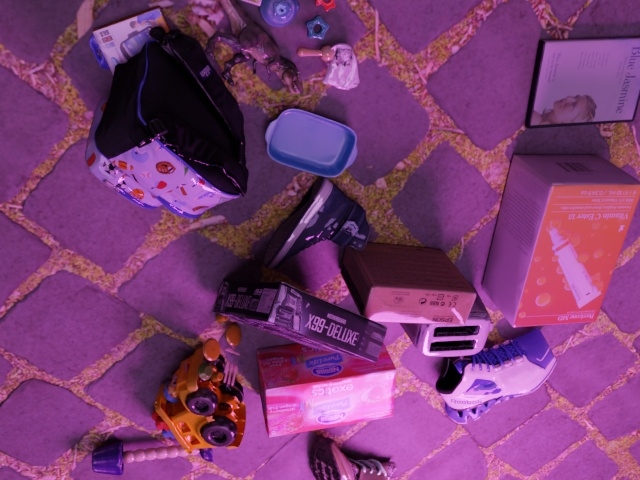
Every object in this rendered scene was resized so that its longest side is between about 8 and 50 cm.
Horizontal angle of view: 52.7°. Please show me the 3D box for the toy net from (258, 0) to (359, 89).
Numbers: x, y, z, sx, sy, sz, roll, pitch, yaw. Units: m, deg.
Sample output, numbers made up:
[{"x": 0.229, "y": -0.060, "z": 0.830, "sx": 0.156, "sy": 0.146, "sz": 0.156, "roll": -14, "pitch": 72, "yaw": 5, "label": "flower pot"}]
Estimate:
[{"x": 0.001, "y": -0.374, "z": 1.161, "sx": 0.122, "sy": 0.045, "sz": 0.232, "roll": -42, "pitch": 121, "yaw": 9, "label": "toy net"}]

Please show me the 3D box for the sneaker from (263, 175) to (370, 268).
[{"x": 0.001, "y": 0.000, "z": 1.342, "sx": 0.163, "sy": 0.086, "sz": 0.226, "roll": 34, "pitch": 105, "yaw": -25, "label": "sneaker"}]

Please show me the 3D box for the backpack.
[{"x": -0.248, "y": -0.165, "z": 1.093, "sx": 0.213, "sy": 0.276, "sz": 0.263, "roll": -25, "pitch": 135, "yaw": 30, "label": "backpack"}]

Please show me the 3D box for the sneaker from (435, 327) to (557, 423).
[{"x": 0.413, "y": 0.315, "z": 1.598, "sx": 0.316, "sy": 0.127, "sz": 0.182, "roll": -36, "pitch": 123, "yaw": 9, "label": "sneaker"}]

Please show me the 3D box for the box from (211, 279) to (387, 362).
[{"x": -0.052, "y": 0.157, "z": 1.295, "sx": 0.243, "sy": 0.307, "sz": 0.076, "roll": 25, "pitch": 77, "yaw": -24, "label": "box"}]

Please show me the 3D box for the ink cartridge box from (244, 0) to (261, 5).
[{"x": -0.145, "y": -0.525, "z": 1.015, "sx": 0.189, "sy": 0.097, "sz": 0.255, "roll": 10, "pitch": 143, "yaw": -20, "label": "ink cartridge box"}]

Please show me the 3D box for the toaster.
[{"x": 0.278, "y": 0.180, "z": 1.477, "sx": 0.227, "sy": 0.146, "sz": 0.129, "roll": 1, "pitch": 117, "yaw": -15, "label": "toaster"}]

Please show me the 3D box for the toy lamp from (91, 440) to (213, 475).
[{"x": -0.395, "y": 0.505, "z": 1.529, "sx": 0.275, "sy": 0.080, "sz": 0.080, "roll": -4, "pitch": 119, "yaw": -12, "label": "toy lamp"}]

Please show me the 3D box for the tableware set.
[{"x": -0.217, "y": 0.231, "z": 1.394, "sx": 0.024, "sy": 0.154, "sz": 0.104, "roll": -12, "pitch": 150, "yaw": 37, "label": "tableware set"}]

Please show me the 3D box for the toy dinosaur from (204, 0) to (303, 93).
[{"x": -0.137, "y": -0.341, "z": 1.122, "sx": 0.118, "sy": 0.064, "sz": 0.268, "roll": -43, "pitch": 131, "yaw": -3, "label": "toy dinosaur"}]

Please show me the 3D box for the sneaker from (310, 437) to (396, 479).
[{"x": 0.115, "y": 0.635, "z": 1.726, "sx": 0.182, "sy": 0.158, "sz": 0.410, "roll": -44, "pitch": 123, "yaw": -25, "label": "sneaker"}]

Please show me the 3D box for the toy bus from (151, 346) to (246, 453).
[{"x": -0.296, "y": 0.368, "z": 1.454, "sx": 0.212, "sy": 0.149, "sz": 0.220, "roll": -16, "pitch": 120, "yaw": 13, "label": "toy bus"}]

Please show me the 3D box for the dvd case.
[{"x": 0.555, "y": -0.326, "z": 1.338, "sx": 0.253, "sy": 0.022, "sz": 0.180, "roll": -6, "pitch": 119, "yaw": -11, "label": "dvd case"}]

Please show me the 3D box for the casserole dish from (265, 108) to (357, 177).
[{"x": -0.019, "y": -0.193, "z": 1.259, "sx": 0.188, "sy": 0.037, "sz": 0.114, "roll": 15, "pitch": 114, "yaw": -22, "label": "casserole dish"}]

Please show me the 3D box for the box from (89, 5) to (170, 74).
[{"x": -0.323, "y": -0.338, "z": 1.106, "sx": 0.136, "sy": 0.028, "sz": 0.081, "roll": -22, "pitch": 122, "yaw": -3, "label": "box"}]

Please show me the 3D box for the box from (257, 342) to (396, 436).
[{"x": 0.011, "y": 0.332, "z": 1.496, "sx": 0.300, "sy": 0.142, "sz": 0.154, "roll": -6, "pitch": 120, "yaw": -11, "label": "box"}]

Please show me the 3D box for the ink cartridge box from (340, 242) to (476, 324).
[{"x": 0.180, "y": 0.089, "z": 1.373, "sx": 0.235, "sy": 0.193, "sz": 0.088, "roll": 5, "pitch": 116, "yaw": -16, "label": "ink cartridge box"}]

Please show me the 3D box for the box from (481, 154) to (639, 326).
[{"x": 0.518, "y": -0.001, "z": 1.424, "sx": 0.215, "sy": 0.168, "sz": 0.345, "roll": -2, "pitch": 119, "yaw": -13, "label": "box"}]
